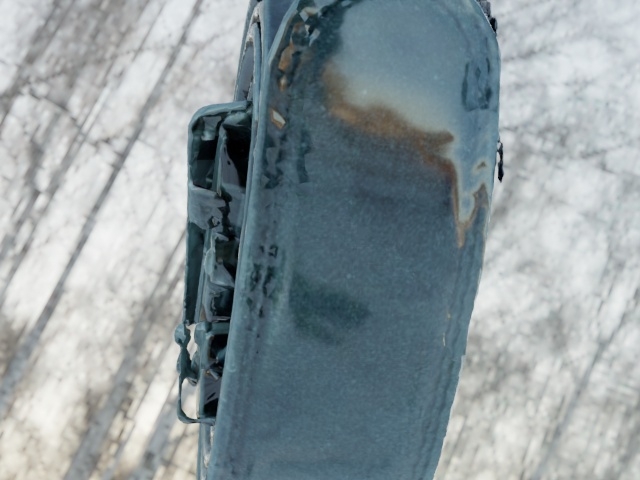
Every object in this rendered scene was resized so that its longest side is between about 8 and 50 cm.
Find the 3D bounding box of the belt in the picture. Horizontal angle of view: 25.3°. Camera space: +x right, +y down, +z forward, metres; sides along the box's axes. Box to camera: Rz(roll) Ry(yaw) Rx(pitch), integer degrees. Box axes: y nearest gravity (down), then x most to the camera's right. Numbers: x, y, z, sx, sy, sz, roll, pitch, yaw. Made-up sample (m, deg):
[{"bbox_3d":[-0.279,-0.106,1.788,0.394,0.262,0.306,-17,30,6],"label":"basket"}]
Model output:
[{"bbox_3d":[0.000,0.000,0.574,0.116,0.206,0.267,6,-49,-6],"label":"belt"}]
